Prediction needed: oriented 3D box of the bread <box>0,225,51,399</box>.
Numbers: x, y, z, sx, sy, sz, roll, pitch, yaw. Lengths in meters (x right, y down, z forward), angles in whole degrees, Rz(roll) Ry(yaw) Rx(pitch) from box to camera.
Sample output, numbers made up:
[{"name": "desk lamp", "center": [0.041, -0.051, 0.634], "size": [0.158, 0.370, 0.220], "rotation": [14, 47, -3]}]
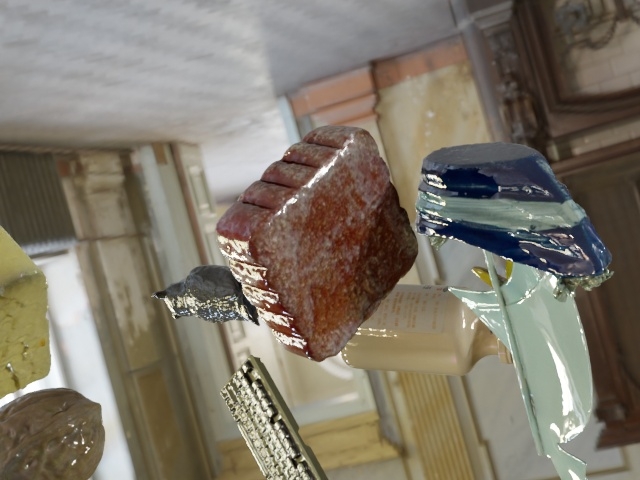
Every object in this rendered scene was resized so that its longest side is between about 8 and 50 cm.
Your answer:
[{"name": "bread", "center": [-0.459, 0.106, 1.008], "size": [0.263, 0.198, 0.236], "rotation": [-27, 144, -30]}]

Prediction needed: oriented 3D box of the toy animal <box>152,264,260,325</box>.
[{"name": "toy animal", "center": [-0.118, 0.082, 1.162], "size": [0.210, 0.121, 0.117], "rotation": [-23, -140, 23]}]

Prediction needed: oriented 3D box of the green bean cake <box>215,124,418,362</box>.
[{"name": "green bean cake", "center": [0.000, 0.000, 0.650], "size": [0.056, 0.135, 0.135], "rotation": [14, -130, 47]}]

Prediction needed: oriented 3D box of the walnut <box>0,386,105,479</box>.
[{"name": "walnut", "center": [-0.425, 0.315, 1.355], "size": [0.230, 0.178, 0.178], "rotation": [-37, -179, -6]}]

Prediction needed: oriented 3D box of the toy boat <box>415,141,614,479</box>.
[{"name": "toy boat", "center": [0.154, 0.072, 0.695], "size": [0.067, 0.291, 0.220], "rotation": [-21, -164, -22]}]

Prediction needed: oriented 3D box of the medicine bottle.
[{"name": "medicine bottle", "center": [0.153, 0.112, 1.135], "size": [0.252, 0.114, 0.114], "rotation": [1, -175, 21]}]

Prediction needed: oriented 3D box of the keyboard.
[{"name": "keyboard", "center": [-0.026, 0.141, 0.592], "size": [0.015, 0.129, 0.049], "rotation": [-9, 150, -46]}]
